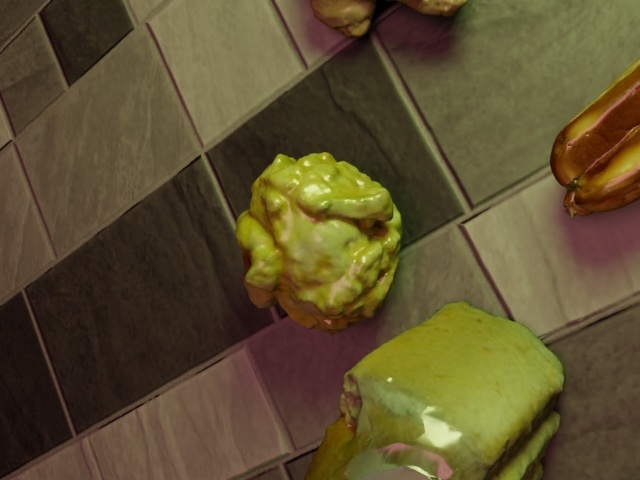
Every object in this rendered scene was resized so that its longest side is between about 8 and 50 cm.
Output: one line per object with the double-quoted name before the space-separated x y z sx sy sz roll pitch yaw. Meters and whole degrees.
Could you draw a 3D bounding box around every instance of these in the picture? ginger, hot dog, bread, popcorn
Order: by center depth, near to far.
"hot dog" 0.398 -0.152 0.744 0.337 0.100 0.135 -44 62 19
"bread" 0.123 0.278 0.791 0.239 0.264 0.394 15 96 34
"ginger" 0.083 -0.374 0.899 0.276 0.130 0.221 36 116 22
"popcorn" 0.000 0.000 0.903 0.255 0.195 0.256 -19 99 32
